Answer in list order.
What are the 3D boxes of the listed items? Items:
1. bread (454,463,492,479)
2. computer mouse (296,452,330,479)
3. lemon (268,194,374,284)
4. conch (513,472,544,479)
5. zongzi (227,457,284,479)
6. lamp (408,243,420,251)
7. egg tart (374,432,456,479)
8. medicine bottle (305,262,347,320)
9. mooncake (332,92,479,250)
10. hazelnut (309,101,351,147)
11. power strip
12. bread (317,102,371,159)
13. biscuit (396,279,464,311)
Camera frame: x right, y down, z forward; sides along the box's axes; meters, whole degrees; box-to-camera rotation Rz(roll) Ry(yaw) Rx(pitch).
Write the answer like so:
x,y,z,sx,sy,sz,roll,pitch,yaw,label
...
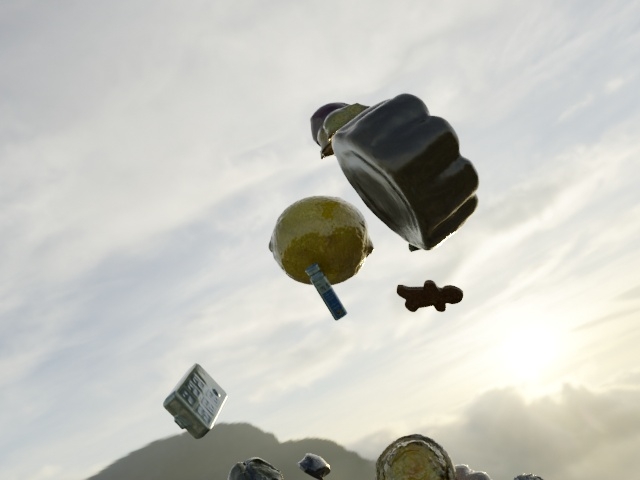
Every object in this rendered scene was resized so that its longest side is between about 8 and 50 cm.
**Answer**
x,y,z,sx,sy,sz,roll,pitch,yaw,label
0.484,0.854,2.249,0.183,0.102,0.337,-50,21,-20,bread
-0.011,0.571,1.697,0.047,0.079,0.135,-57,-21,-9,computer mouse
0.002,0.000,2.246,0.336,0.336,0.336,-21,-20,-8,lemon
0.500,0.647,1.578,0.178,0.245,0.163,-39,-54,-34,conch
-0.068,0.606,1.512,0.274,0.251,0.125,-1,-50,-16,zongzi
0.267,-0.030,1.789,0.054,0.121,0.041,-3,9,-23,lamp
0.293,0.741,2.118,0.290,0.291,0.107,-21,-42,-8,egg tart
0.019,0.163,2.101,0.051,0.191,0.051,-29,10,6,medicine bottle
0.213,-0.167,1.618,0.200,0.378,0.378,-39,-18,-8,mooncake
0.056,-0.369,2.227,0.160,0.201,0.170,-34,-14,-50,hazelnut
-0.285,0.366,1.545,0.046,0.118,0.270,-45,3,4,power strip
0.060,-0.336,2.029,0.160,0.088,0.233,-28,-13,-16,bread
0.343,0.169,2.051,0.205,0.031,0.138,-10,-51,33,biscuit
